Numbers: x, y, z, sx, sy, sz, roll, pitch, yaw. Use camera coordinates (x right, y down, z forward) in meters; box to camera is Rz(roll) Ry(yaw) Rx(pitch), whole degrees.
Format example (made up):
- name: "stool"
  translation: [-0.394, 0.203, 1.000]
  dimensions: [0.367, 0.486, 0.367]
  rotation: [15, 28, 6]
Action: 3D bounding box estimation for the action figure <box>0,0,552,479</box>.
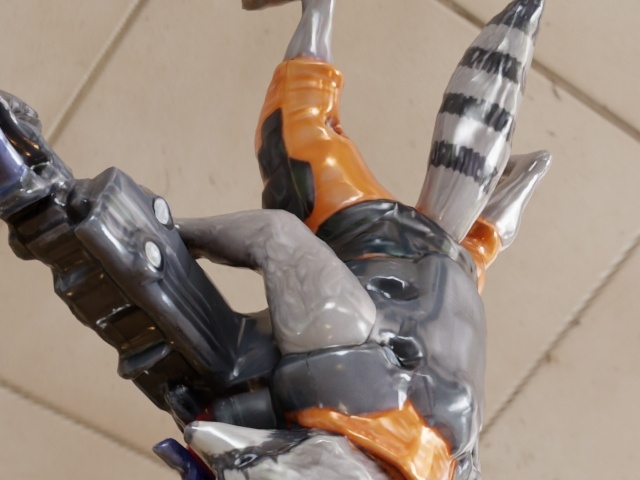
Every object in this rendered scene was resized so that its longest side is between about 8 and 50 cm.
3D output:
- name: "action figure"
  translation: [0.000, 0.000, 0.648]
  dimensions: [0.178, 0.330, 0.341]
  rotation: [-19, 131, 31]
